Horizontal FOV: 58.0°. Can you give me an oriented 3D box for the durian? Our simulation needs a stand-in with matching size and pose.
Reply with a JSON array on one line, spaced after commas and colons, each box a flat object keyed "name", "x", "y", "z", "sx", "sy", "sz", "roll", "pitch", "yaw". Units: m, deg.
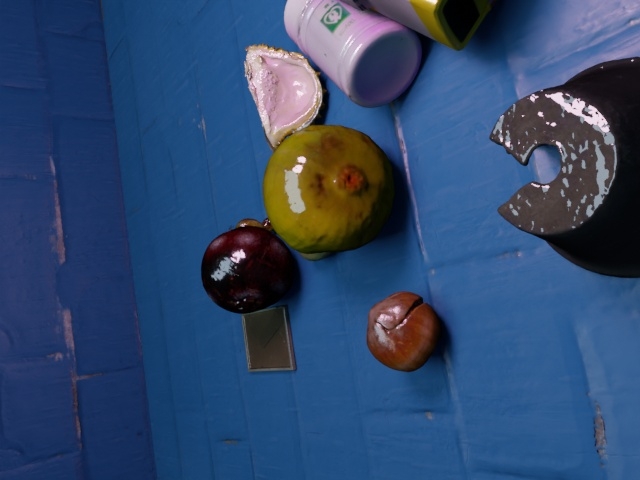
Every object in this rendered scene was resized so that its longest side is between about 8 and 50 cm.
[{"name": "durian", "x": -0.076, "y": -0.425, "z": 1.660, "sx": 0.196, "sy": 0.186, "sz": 0.304, "roll": -11, "pitch": 88, "yaw": 33}]

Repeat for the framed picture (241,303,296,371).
[{"name": "framed picture", "x": -0.182, "y": 0.334, "z": 1.947, "sx": 0.290, "sy": 0.020, "sz": 0.211, "roll": -19, "pitch": 78, "yaw": 52}]

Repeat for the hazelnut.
[{"name": "hazelnut", "x": 0.188, "y": 0.207, "z": 1.336, "sx": 0.182, "sy": 0.182, "sz": 0.182, "roll": 5, "pitch": 96, "yaw": 53}]

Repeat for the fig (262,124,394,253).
[{"name": "fig", "x": 0.005, "y": -0.115, "z": 1.426, "sx": 0.343, "sy": 0.344, "sz": 0.343, "roll": 5, "pitch": 96, "yaw": 53}]

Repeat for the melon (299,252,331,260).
[{"name": "melon", "x": 0.000, "y": 0.000, "z": 1.621, "sx": 0.162, "sy": 0.099, "sz": 0.099, "roll": -36, "pitch": 64, "yaw": 45}]

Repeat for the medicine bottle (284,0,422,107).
[{"name": "medicine bottle", "x": 0.073, "y": -0.490, "z": 1.398, "sx": 0.325, "sy": 0.212, "sz": 0.212, "roll": 54, "pitch": 132, "yaw": 37}]

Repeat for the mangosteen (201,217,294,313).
[{"name": "mangosteen", "x": -0.227, "y": 0.076, "z": 1.776, "sx": 0.297, "sy": 0.297, "sz": 0.293, "roll": -31, "pitch": 70, "yaw": 49}]

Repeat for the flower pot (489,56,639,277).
[{"name": "flower pot", "x": 0.434, "y": -0.122, "z": 0.920, "sx": 0.379, "sy": 0.251, "sz": 0.379, "roll": 1, "pitch": 91, "yaw": 52}]

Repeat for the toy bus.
[{"name": "toy bus", "x": 0.145, "y": -0.585, "z": 1.171, "sx": 0.440, "sy": 0.209, "sz": 0.249, "roll": 38, "pitch": 101, "yaw": 26}]
